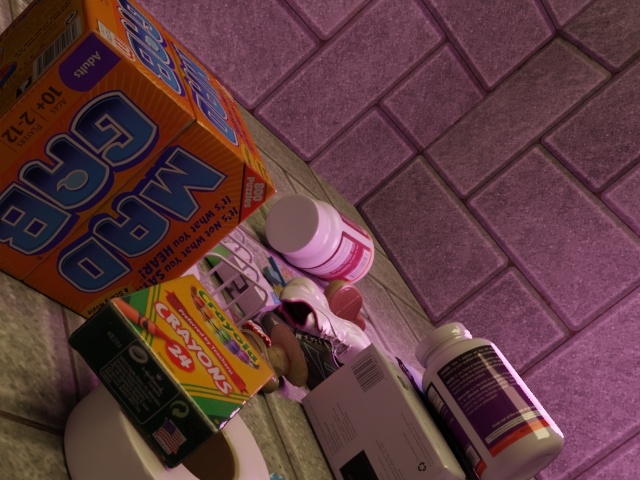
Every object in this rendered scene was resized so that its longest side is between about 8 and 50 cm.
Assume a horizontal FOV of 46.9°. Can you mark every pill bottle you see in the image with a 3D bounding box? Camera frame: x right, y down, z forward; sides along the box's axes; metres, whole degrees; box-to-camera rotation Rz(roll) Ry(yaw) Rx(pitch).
[{"bbox_3d":[0.329,0.327,1.499,0.181,0.181,0.323,34,19,-53],"label":"pill bottle"},{"bbox_3d":[0.000,0.000,2.359,0.224,0.224,0.392,55,12,29],"label":"pill bottle"}]

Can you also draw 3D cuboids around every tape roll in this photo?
[{"bbox_3d":[-0.192,0.288,0.971,0.286,0.100,0.286,46,12,-12],"label":"tape roll"}]

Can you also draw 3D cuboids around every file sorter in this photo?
[{"bbox_3d":[-0.240,0.039,1.435,0.193,0.173,0.277,41,13,-38],"label":"file sorter"}]

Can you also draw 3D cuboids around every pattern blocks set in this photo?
[{"bbox_3d":[-0.055,0.210,1.953,0.285,0.026,0.324,43,13,-31],"label":"pattern blocks set"}]

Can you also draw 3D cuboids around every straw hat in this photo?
[{"bbox_3d":[-0.092,0.254,1.559,0.061,0.144,0.144,-20,62,-33],"label":"straw hat"}]

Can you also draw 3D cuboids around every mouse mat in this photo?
[{"bbox_3d":[-0.246,0.042,1.831,0.152,0.007,0.190,53,13,18],"label":"mouse mat"}]

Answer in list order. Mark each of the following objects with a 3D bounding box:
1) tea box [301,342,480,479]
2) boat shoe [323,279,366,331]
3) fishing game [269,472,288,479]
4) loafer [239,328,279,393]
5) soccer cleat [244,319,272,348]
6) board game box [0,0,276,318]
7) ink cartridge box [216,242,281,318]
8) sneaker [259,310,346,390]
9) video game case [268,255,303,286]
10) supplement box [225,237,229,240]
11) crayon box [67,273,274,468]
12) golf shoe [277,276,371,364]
[{"bbox_3d":[0.181,0.447,1.571,0.323,0.220,0.329,39,15,-46],"label":"tea box"},{"bbox_3d":[0.045,0.191,2.075,0.110,0.122,0.341,44,-15,26],"label":"boat shoe"},{"bbox_3d":[-0.026,0.457,1.212,0.264,0.041,0.189,41,11,-36],"label":"fishing game"},{"bbox_3d":[-0.132,0.238,1.484,0.148,0.056,0.050,55,6,26],"label":"loafer"},{"bbox_3d":[-0.136,0.209,1.639,0.083,0.029,0.035,44,15,-3],"label":"soccer cleat"},{"bbox_3d":[-0.351,-0.153,1.163,0.356,0.357,0.356,40,15,-38],"label":"board game box"},{"bbox_3d":[-0.179,0.095,1.747,0.180,0.060,0.104,55,12,11],"label":"ink cartridge box"},{"bbox_3d":[-0.030,0.251,1.718,0.267,0.106,0.101,46,13,-9],"label":"sneaker"},{"bbox_3d":[-0.081,0.120,2.183,0.166,0.015,0.119,38,16,-46],"label":"video game case"},{"bbox_3d":[-0.276,-0.047,1.913,0.098,0.036,0.062,48,10,21],"label":"supplement box"},{"bbox_3d":[-0.178,0.155,1.006,0.202,0.081,0.318,50,11,3],"label":"crayon box"},{"bbox_3d":[0.007,0.229,1.826,0.306,0.115,0.140,43,21,3],"label":"golf shoe"}]
